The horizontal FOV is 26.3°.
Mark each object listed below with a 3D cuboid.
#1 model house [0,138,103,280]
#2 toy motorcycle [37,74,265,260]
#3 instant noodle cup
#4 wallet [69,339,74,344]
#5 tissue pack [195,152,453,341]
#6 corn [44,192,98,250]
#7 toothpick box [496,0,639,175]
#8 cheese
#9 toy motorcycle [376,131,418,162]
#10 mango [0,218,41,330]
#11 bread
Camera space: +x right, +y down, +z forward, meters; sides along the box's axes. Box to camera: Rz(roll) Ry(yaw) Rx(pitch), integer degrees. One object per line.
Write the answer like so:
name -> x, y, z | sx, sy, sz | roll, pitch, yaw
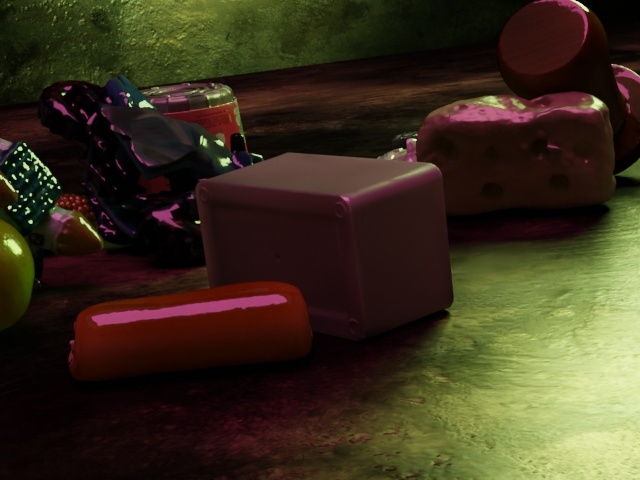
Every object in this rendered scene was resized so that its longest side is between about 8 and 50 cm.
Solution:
model house -> -0.409, -0.024, 1.660 | 0.291, 0.253, 0.184 | 14, 36, 5
toy motorcycle -> -0.217, -0.105, 1.900 | 0.232, 0.172, 0.416 | -12, 40, -37
instant noodle cup -> -0.215, -0.145, 2.121 | 0.258, 0.181, 0.302 | 7, 18, 39
wallet -> -0.223, 0.109, 1.412 | 0.044, 0.011, 0.083 | -13, 15, -31
tissue pack -> 0.000, 0.002, 1.461 | 0.136, 0.159, 0.246 | -19, 19, -40
corn -> -0.436, -0.020, 1.885 | 0.260, 0.091, 0.091 | -8, -6, -24
toothpick box -> 0.365, -0.212, 1.967 | 0.192, 0.192, 0.294 | 3, -24, 32
cheese -> 0.261, -0.114, 1.841 | 0.263, 0.159, 0.093 | -2, 20, 14
toy motorcycle -> 0.128, -0.103, 1.992 | 0.150, 0.102, 0.221 | -15, 11, 14
mango -> -0.437, 0.040, 1.509 | 0.273, 0.149, 0.185 | -3, 15, 30
bread -> -0.128, 0.086, 1.331 | 0.239, 0.074, 0.092 | -7, 26, -3
